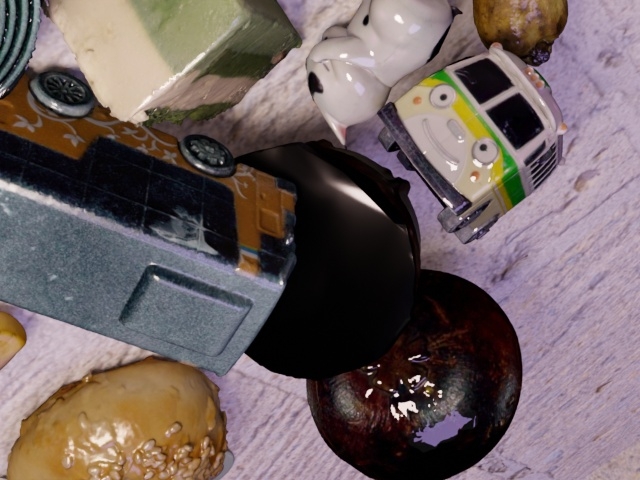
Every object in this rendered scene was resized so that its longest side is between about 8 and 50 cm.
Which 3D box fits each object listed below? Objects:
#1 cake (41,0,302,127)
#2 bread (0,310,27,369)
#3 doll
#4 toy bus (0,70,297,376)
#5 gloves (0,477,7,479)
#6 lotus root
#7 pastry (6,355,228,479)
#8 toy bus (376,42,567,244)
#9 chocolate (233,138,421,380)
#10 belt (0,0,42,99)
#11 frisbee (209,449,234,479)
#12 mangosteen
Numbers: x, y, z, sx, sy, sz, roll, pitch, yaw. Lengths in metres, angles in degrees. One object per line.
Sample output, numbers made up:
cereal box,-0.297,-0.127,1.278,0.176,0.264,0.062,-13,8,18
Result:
cake,-0.100,-0.166,0.956,0.158,0.172,0.283,-35,147,11
bread,-0.398,0.119,1.198,0.082,0.056,0.115,18,128,-43
doll,0.054,-0.199,1.076,0.107,0.110,0.180,33,118,-30
toy bus,-0.190,-0.016,0.978,0.323,0.194,0.162,22,124,-19
gloves,-0.434,0.349,1.489,0.081,0.037,0.044,11,93,-37
lotus root,0.215,-0.280,1.115,0.108,0.094,0.191,-40,141,-19
pastry,-0.270,0.310,1.421,0.315,0.184,0.284,-34,145,7
toy bus,0.183,-0.108,1.168,0.179,0.143,0.305,-37,168,8
chocolate,0.000,0.000,1.180,0.283,0.283,0.186,-55,175,32
belt,-0.326,-0.208,0.783,0.206,0.116,0.267,-20,147,-20
frisbee,-0.194,0.383,1.721,0.110,0.014,0.110,-19,144,-15
mangosteen,0.138,0.197,1.485,0.330,0.330,0.330,-20,144,-15
